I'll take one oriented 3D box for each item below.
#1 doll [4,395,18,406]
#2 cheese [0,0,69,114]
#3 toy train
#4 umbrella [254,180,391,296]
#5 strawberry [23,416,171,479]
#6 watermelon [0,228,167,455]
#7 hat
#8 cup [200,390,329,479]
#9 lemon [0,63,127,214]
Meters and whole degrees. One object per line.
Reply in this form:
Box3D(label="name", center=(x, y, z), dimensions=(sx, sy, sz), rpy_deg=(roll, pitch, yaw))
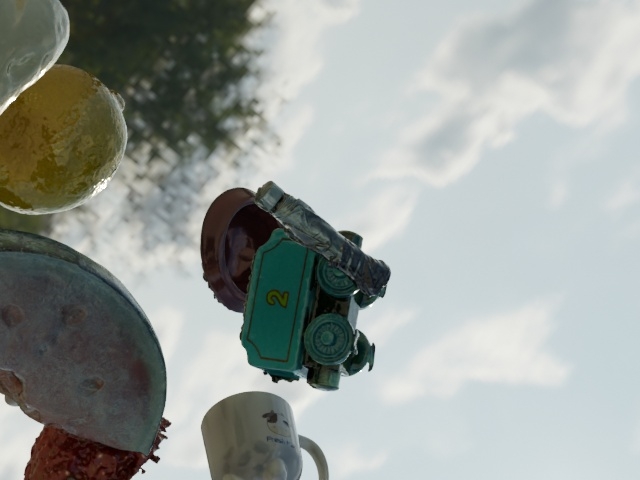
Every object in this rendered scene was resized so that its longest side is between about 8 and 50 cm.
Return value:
Box3D(label="doll", center=(-0.449, 0.215, 2.434), dimensions=(0.161, 0.160, 0.059), rpy_deg=(61, 25, -64))
Box3D(label="cheese", center=(-0.361, -0.205, 1.391), dimensions=(0.173, 0.248, 0.251), rpy_deg=(3, -147, 42))
Box3D(label="toy train", center=(-0.012, 0.084, 1.936), dimensions=(0.112, 0.163, 0.203), rpy_deg=(46, 53, -69))
Box3D(label="umbrella", center=(0.000, 0.000, 1.764), dimensions=(0.050, 0.188, 0.046), rpy_deg=(-31, -149, 45))
Box3D(label="strawberry", center=(-0.273, 0.243, 1.799), dimensions=(0.175, 0.107, 0.236), rpy_deg=(-35, -170, 1))
Box3D(label="watermelon", center=(-0.303, 0.111, 1.682), dimensions=(0.226, 0.318, 0.148), rpy_deg=(-35, -154, -1))
Box3D(label="hat", center=(-0.134, 0.016, 2.463), dimensions=(0.089, 0.205, 0.205), rpy_deg=(-5, -136, 39))
Box3D(label="cup", center=(-0.081, 0.317, 2.164), dimensions=(0.134, 0.173, 0.142), rpy_deg=(-29, -136, 12))
Box3D(label="lemon", center=(-0.353, -0.130, 2.002), dimensions=(0.244, 0.187, 0.187), rpy_deg=(-40, -173, -32))
